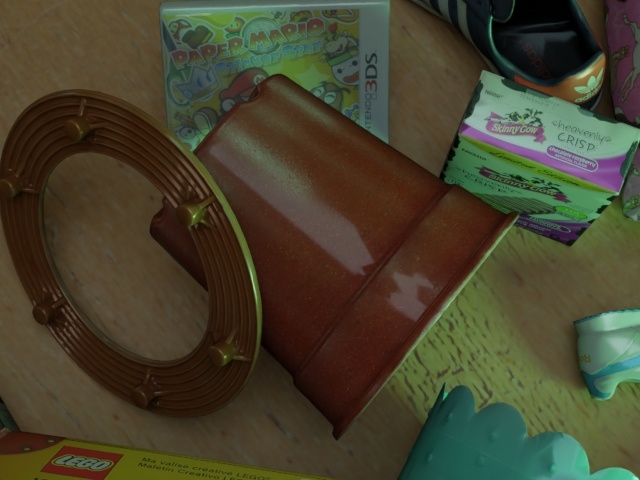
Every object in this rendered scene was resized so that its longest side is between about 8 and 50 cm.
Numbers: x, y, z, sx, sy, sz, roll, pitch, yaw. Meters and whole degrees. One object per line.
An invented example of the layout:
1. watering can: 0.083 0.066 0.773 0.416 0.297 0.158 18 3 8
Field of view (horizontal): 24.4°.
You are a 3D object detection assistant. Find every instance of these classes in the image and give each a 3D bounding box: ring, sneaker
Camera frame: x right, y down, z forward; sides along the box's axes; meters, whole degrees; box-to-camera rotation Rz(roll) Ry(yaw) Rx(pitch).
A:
1. ring: -0.192 0.021 1.387 0.336 0.336 0.032 47 46 8
2. sneaker: 0.373 0.109 1.491 0.228 0.087 0.092 -7 85 5
3. sneaker: 0.172 -0.276 1.533 0.131 0.148 0.350 -42 81 -9

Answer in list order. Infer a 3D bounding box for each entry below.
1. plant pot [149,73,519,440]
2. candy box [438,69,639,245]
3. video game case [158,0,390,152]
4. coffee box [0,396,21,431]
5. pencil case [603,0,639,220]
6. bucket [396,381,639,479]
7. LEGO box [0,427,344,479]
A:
1. plant pot: 0.000 0.000 1.401 0.265 0.272 0.272 39 80 5
2. candy box: 0.204 -0.074 1.445 0.159 0.233 0.071 21 78 4
3. video game case: -0.043 -0.145 1.495 0.226 0.026 0.206 -2 120 -1
4. coffee box: -0.368 0.202 1.440 0.141 0.098 0.246 -33 80 -8
5. pencil case: 0.386 -0.196 1.519 0.160 0.167 0.386 8 75 -33
6. bucket: 0.181 0.274 1.345 0.281 0.281 0.183 30 81 5
7. LEGO box: -0.056 0.385 1.171 0.500 0.193 0.373 8 108 10
